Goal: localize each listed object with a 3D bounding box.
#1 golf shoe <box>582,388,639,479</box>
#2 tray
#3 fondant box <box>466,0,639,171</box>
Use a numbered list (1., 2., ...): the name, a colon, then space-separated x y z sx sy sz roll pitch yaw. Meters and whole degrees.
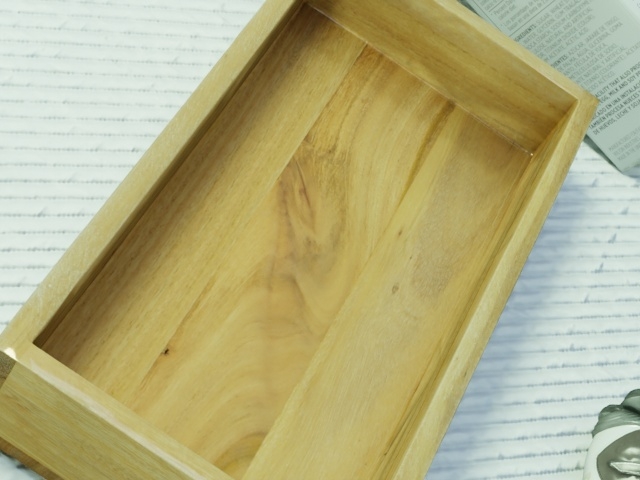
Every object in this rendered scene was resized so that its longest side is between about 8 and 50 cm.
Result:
1. golf shoe: 0.227 0.168 0.939 0.198 0.077 0.094 32 55 5
2. tray: 0.000 0.000 0.931 0.203 0.076 0.411 34 44 -2
3. fondant box: 0.169 -0.244 1.171 0.330 0.096 0.238 48 44 -7
